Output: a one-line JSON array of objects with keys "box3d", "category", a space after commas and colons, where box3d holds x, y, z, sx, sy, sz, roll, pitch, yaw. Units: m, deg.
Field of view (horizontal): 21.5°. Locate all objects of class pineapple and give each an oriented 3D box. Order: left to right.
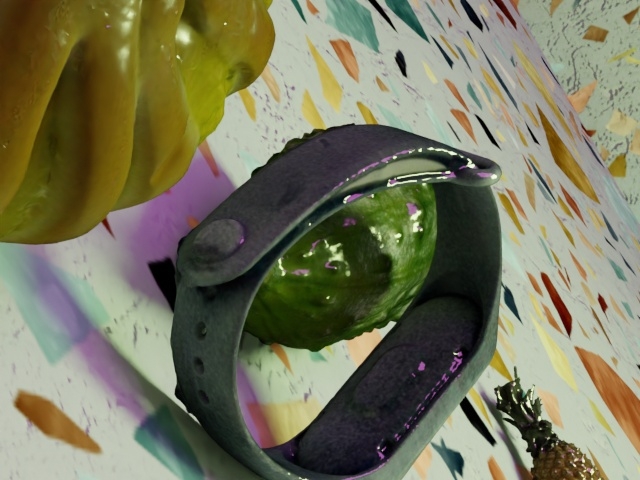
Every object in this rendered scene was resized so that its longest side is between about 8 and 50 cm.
[{"box3d": [0.173, 0.163, 1.340, 0.124, 0.058, 0.058, 53, 13, 24], "category": "pineapple"}]

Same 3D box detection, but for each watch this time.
[{"box3d": [0.018, 0.031, 0.871, 0.068, 0.206, 0.193, 22, -32, 41], "category": "watch"}]

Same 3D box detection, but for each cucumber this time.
[{"box3d": [-0.001, 0.003, 0.983, 0.134, 0.134, 0.244, 60, 20, 4], "category": "cucumber"}]

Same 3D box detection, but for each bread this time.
[{"box3d": [-0.135, -0.147, 0.657, 0.333, 0.160, 0.333, 18, 67, -50], "category": "bread"}]
